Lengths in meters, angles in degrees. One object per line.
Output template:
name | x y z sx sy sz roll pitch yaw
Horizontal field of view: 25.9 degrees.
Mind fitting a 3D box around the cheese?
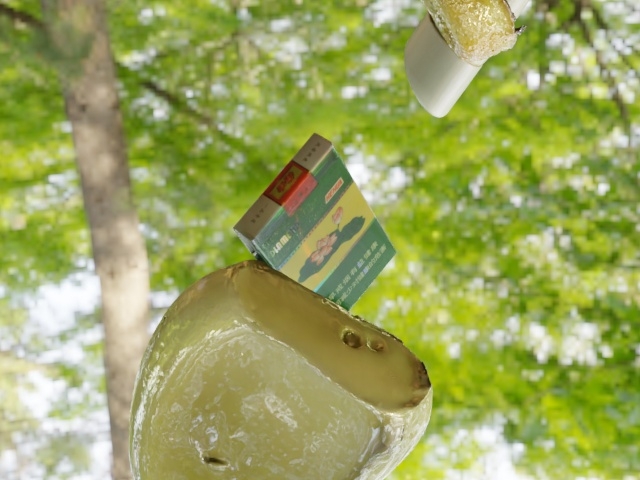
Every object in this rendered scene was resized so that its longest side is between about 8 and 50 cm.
cheese | -0.065 0.176 1.318 0.259 0.316 0.128 37 -142 -2

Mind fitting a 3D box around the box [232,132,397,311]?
box | 0.000 0.000 1.474 0.034 0.235 0.132 34 -101 32

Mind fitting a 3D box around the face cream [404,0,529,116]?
face cream | 0.228 -0.341 1.861 0.081 0.348 0.173 24 -153 -25

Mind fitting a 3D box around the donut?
donut | 0.166 -0.271 1.623 0.078 0.146 0.181 -33 -160 -3
